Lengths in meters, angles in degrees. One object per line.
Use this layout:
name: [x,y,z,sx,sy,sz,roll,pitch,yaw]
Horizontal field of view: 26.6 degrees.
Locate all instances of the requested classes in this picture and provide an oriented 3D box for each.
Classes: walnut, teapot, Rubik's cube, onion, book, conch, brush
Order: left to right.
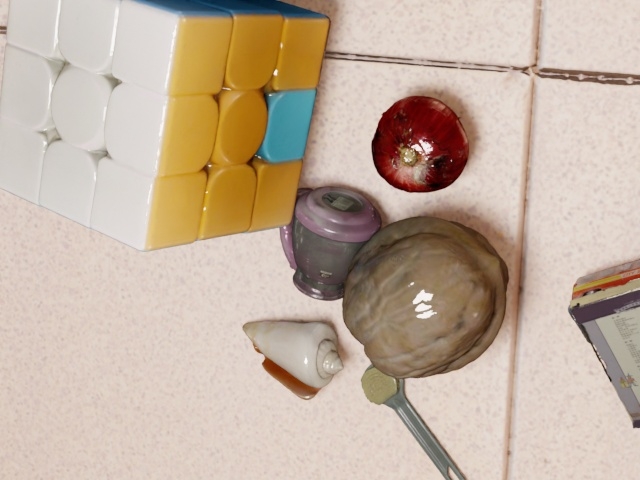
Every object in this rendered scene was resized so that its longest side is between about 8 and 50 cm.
Rubik's cube: [-0.202,-0.178,1.705,0.290,0.291,0.291,21,110,32]
conch: [-0.040,0.160,1.876,0.176,0.094,0.104,2,144,26]
teapot: [-0.002,0.005,1.810,0.148,0.116,0.146,21,120,12]
onion: [0.128,-0.122,1.722,0.131,0.131,0.131,6,106,20]
walnut: [0.135,0.069,1.716,0.224,0.224,0.224,6,106,20]
brush: [0.147,0.280,1.865,0.062,0.027,0.266,-38,88,26]
book: [0.422,0.134,1.664,0.157,0.026,0.231,-18,125,22]

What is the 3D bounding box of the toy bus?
toy bus: [0.399,0.065,1.676,0.174,0.077,0.079,-19,124,25]
